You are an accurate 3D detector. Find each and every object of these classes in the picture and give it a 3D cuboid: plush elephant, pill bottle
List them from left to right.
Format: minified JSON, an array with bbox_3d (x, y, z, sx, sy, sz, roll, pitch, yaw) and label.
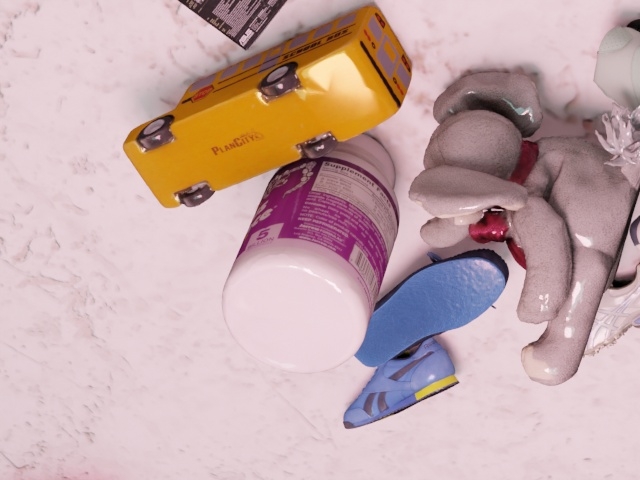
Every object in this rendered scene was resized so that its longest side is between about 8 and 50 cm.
[{"bbox_3d":[0.000,0.000,1.768,0.169,0.301,0.169,7,127,10],"label":"pill bottle"},{"bbox_3d":[0.218,-0.044,1.707,0.255,0.272,0.330,19,130,13],"label":"plush elephant"}]

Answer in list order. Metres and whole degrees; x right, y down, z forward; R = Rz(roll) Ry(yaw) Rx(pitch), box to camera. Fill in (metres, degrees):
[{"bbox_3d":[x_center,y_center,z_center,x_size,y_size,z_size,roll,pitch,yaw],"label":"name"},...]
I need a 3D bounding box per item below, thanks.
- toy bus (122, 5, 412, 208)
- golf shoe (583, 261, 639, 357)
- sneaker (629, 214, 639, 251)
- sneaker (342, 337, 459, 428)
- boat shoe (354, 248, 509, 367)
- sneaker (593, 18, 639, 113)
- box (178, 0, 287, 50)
[{"bbox_3d":[-0.066,-0.152,1.784,0.332,0.130,0.108,-20,119,28],"label":"toy bus"},{"bbox_3d":[0.359,0.086,1.894,0.176,0.069,0.086,-32,92,29],"label":"golf shoe"},{"bbox_3d":[0.461,0.006,1.750,0.258,0.094,0.091,21,176,-37],"label":"sneaker"},{"bbox_3d":[0.098,0.191,2.044,0.209,0.069,0.082,-34,78,42],"label":"sneaker"},{"bbox_3d":[0.133,0.068,1.923,0.258,0.089,0.109,-26,102,36],"label":"boat shoe"},{"bbox_3d":[0.387,-0.145,1.705,0.151,0.094,0.256,36,165,38],"label":"sneaker"},{"bbox_3d":[-0.084,-0.328,1.692,0.147,0.077,0.180,35,127,-11],"label":"box"}]
